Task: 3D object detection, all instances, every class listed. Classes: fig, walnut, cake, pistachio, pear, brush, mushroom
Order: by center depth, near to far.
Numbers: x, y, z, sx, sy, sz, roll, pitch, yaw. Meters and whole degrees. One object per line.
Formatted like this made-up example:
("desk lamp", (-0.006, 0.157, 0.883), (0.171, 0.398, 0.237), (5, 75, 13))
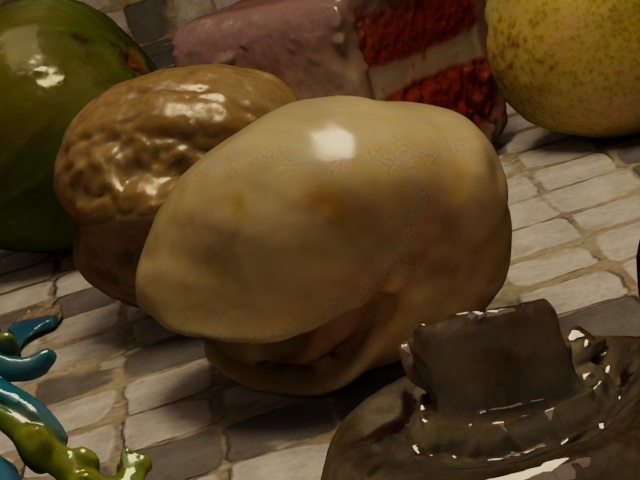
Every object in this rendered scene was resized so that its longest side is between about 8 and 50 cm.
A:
("mushroom", (0.109, 0.113, 0.917), (0.226, 0.178, 0.226), (-7, 16, 2))
("pistachio", (0.000, 0.000, 1.354), (0.321, 0.229, 0.238), (-19, 38, 35))
("walnut", (-0.110, -0.050, 1.606), (0.257, 0.224, 0.257), (-12, 13, 3))
("brush", (-0.293, 0.099, 1.676), (0.051, 0.014, 0.164), (-13, 17, 21))
("pear", (0.299, -0.222, 1.775), (0.271, 0.271, 0.271), (-16, 16, 5))
("cake", (0.026, -0.165, 1.807), (0.230, 0.237, 0.309), (-8, 15, 37))
("fig", (-0.317, -0.110, 1.964), (0.316, 0.316, 0.316), (-16, 16, 5))

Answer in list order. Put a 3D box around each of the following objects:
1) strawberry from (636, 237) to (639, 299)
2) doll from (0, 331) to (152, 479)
("strawberry", (0.357, -0.032, 1.064), (0.345, 0.317, 0.295), (-47, -28, 8))
("doll", (-0.321, 0.177, 1.140), (0.341, 0.099, 0.346), (26, 54, 24))
